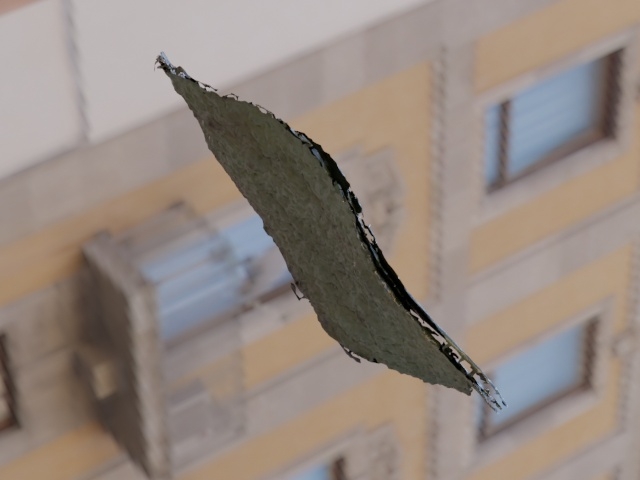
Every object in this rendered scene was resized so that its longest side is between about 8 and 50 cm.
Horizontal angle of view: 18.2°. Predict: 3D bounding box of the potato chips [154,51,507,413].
[{"bbox_3d":[0.000,0.000,0.826,0.209,0.026,0.142,40,-21,38],"label":"potato chips"}]
